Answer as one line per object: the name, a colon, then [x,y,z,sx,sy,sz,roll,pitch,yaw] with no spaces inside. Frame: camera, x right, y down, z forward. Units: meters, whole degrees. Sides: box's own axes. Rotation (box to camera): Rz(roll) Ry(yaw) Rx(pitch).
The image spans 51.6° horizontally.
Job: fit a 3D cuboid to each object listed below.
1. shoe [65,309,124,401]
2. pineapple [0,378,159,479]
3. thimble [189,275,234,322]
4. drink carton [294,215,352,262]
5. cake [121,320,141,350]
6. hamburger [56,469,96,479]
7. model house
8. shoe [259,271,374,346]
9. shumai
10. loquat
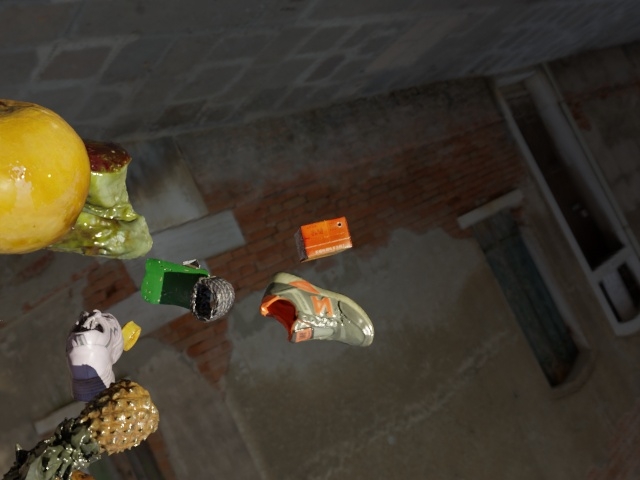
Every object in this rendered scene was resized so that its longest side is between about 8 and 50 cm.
shoe: [-0.422,0.180,1.230,0.095,0.138,0.245,-1,-157,-12]
pineapple: [-0.370,0.311,1.015,0.237,0.119,0.111,-34,-159,-30]
thimble: [-0.254,0.140,1.552,0.095,0.105,0.066,16,-168,32]
drink carton: [0.000,0.000,1.423,0.096,0.071,0.223,-14,178,-7]
cake: [-0.554,0.274,1.897,0.084,0.044,0.084,-58,176,-7]
hamburger: [-0.507,0.584,1.318,0.211,0.260,0.245,-52,172,-31]
model house: [-0.351,0.101,1.650,0.166,0.117,0.088,9,-168,2]
shoe: [-0.021,0.219,1.792,0.171,0.336,0.132,-55,169,-49]
shumai: [-0.537,-0.106,1.501,0.303,0.264,0.309,16,-174,39]
loquat: [-0.495,-0.104,1.026,0.262,0.263,0.263,-26,176,-2]
